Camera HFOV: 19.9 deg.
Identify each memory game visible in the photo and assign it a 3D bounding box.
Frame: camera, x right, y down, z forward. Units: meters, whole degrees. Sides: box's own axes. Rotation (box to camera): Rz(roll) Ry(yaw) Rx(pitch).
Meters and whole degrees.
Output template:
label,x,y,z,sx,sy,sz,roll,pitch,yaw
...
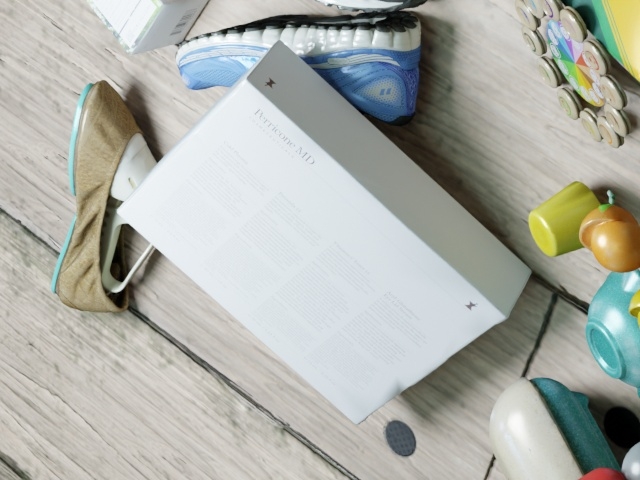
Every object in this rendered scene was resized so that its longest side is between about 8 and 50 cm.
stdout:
label,x,y,z,sx,sy,sz,roll,pitch,yaw
memory game,0.247,-0.171,1.793,0.186,0.012,0.186,56,170,15

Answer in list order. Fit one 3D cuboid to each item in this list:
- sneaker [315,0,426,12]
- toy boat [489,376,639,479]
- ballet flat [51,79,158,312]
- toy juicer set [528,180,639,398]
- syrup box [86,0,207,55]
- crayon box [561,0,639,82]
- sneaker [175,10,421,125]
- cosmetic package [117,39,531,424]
label,x,y,z,sx,sy,sz,roll,pitch,yaw
sneaker,0.007,-0.327,1.960,0.271,0.100,0.108,35,122,26
toy boat,0.285,0.253,1.862,0.267,0.148,0.318,64,177,5
ballet flat,-0.261,-0.042,2.319,0.124,0.116,0.342,21,123,11
toy juicer set,0.334,0.095,1.819,0.329,0.089,0.209,67,165,-7
syrup box,-0.246,-0.343,2.177,0.237,0.096,0.093,51,131,14
crayon box,0.330,-0.299,1.659,0.165,0.081,0.278,54,137,37
sneaker,-0.030,-0.173,2.033,0.330,0.130,0.147,5,108,40
cosmetic package,0.000,0.000,2.015,0.377,0.097,0.284,42,136,-8
